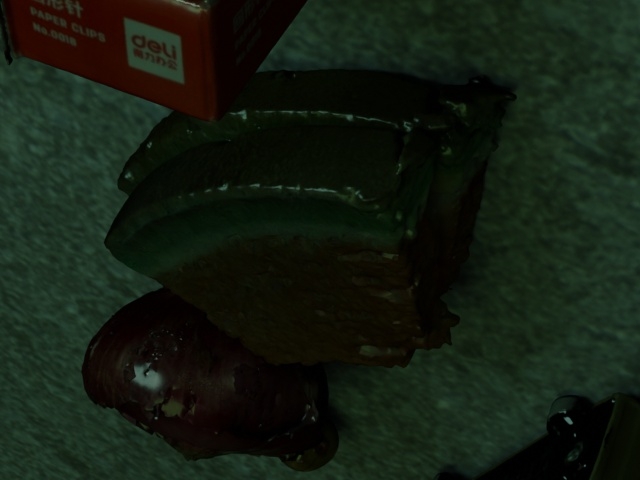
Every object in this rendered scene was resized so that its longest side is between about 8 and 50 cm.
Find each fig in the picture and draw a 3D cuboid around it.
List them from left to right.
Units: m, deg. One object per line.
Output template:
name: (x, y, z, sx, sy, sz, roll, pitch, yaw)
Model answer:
fig: (-0.024, 0.148, 1.449, 0.083, 0.050, 0.050, 8, 139, 48)

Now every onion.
onion: (-0.073, 0.083, 1.345, 0.184, 0.147, 0.184, 14, -176, -1)

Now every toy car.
toy car: (0.161, 0.207, 1.342, 0.124, 0.101, 0.256, 35, 142, -10)

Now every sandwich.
sandwich: (-0.012, -0.008, 1.211, 0.292, 0.109, 0.212, 9, 137, 26)

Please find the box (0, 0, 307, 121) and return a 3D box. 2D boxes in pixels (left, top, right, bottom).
box: (-0.074, -0.165, 1.017, 0.133, 0.182, 0.099, 20, 141, 20)
